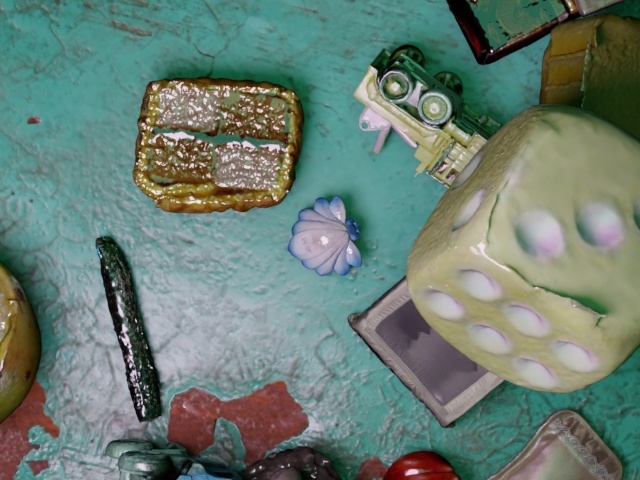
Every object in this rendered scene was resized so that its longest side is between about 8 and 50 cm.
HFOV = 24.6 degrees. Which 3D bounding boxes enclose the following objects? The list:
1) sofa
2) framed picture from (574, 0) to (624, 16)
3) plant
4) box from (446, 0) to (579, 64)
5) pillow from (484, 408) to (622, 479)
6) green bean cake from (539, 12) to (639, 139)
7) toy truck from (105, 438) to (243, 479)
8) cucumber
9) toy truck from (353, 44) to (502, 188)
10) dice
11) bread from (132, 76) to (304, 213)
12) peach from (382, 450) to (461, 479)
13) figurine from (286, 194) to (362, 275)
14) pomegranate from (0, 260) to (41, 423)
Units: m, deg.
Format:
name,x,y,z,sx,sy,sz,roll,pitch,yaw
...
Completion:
name,x,y,z,sx,sy,sz,roll,pitch,yaw
sofa,0.189,0.098,1.939,0.210,0.176,0.225,46,117,2
framed picture,0.476,-0.512,1.870,0.446,0.028,0.326,-23,88,-2
plant,-0.037,0.342,1.836,0.149,0.274,0.146,-34,93,0
box,0.337,-0.437,1.939,0.415,0.116,0.264,-26,89,-1
pillow,0.290,0.331,1.949,0.217,0.033,0.130,-40,89,-1
green bean cake,0.393,-0.165,1.902,0.233,0.124,0.236,6,87,-32
toy truck,-0.188,0.336,1.833,0.156,0.279,0.155,4,88,-13
cucumber,-0.256,0.117,1.959,0.044,0.043,0.256,-14,87,-5
toy truck,0.163,-0.138,1.941,0.259,0.128,0.135,31,114,0
dice,0.269,0.009,1.718,0.252,0.254,0.249,35,63,-6
bread,-0.134,-0.124,1.941,0.222,0.096,0.181,3,88,-1
peach,0.132,0.326,1.923,0.101,0.101,0.100,0,88,1
figurine,0.000,0.000,1.953,0.114,0.079,0.114,12,114,28
pomegranate,-0.512,0.117,1.892,0.310,0.216,0.358,-12,58,0
